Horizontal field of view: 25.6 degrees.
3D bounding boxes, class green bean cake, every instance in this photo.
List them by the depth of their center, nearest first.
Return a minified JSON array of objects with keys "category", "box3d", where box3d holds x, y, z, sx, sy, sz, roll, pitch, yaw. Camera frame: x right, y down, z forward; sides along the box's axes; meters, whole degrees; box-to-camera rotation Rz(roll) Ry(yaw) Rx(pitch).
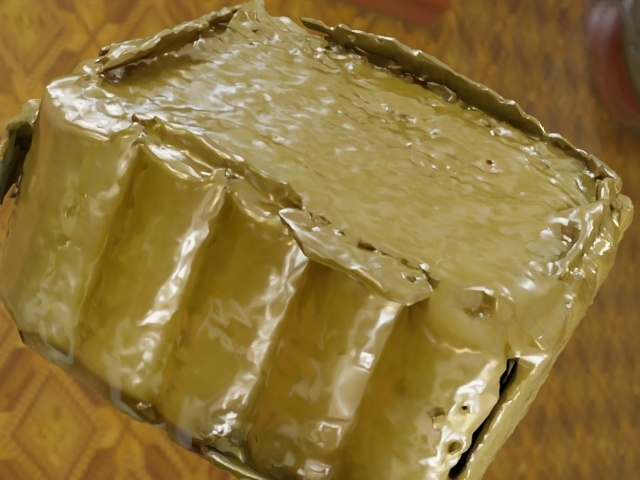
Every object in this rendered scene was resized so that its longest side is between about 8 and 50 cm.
[{"category":"green bean cake","box3d":[0.000,0.000,0.604,0.224,0.229,0.131,-39,154,-59]}]
